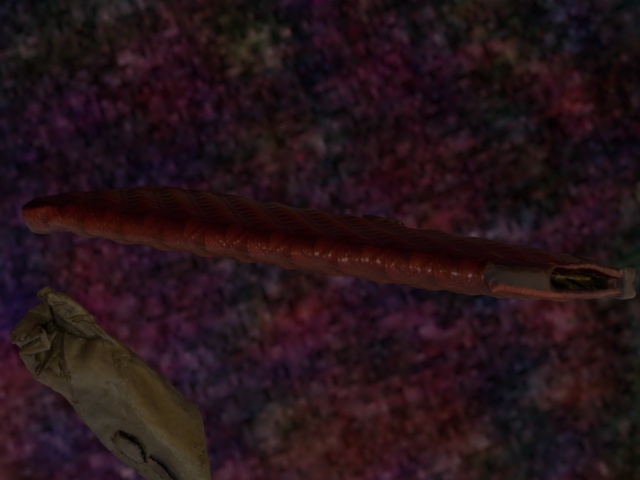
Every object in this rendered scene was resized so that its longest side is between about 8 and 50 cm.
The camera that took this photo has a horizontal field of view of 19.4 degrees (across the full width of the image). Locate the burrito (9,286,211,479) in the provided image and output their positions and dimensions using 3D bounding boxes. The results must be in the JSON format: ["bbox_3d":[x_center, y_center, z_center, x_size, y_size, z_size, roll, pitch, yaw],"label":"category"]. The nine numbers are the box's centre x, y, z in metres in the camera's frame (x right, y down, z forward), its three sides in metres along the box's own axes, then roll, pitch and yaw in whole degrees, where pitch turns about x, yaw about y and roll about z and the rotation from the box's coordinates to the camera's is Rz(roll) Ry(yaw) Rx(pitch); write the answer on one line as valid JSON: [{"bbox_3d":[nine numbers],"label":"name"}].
[{"bbox_3d":[-0.103,0.086,0.989,0.055,0.149,0.041,-49,-171,-22],"label":"burrito"}]

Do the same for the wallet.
[{"bbox_3d":[0.000,0.000,0.650,0.196,0.020,0.103,10,-173,36],"label":"wallet"}]
